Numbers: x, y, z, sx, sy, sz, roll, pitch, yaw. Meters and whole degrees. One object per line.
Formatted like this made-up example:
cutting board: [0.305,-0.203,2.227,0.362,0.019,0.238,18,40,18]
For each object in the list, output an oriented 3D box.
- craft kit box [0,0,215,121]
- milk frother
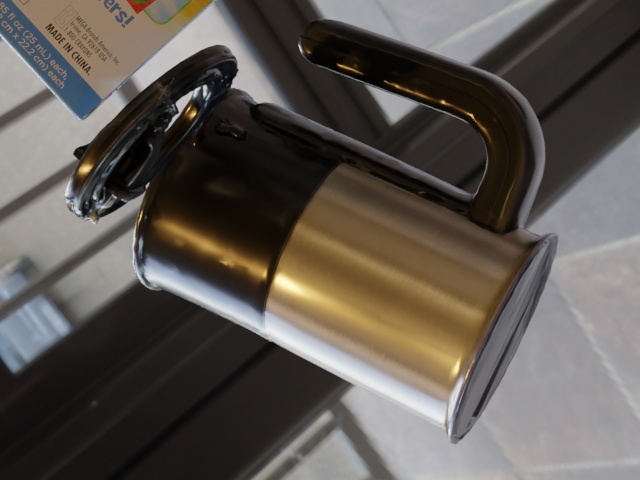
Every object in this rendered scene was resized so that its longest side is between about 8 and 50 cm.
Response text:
craft kit box: [-0.126,-0.238,0.729,0.250,0.246,0.061,49,179,-13]
milk frother: [0.000,0.000,0.455,0.135,0.143,0.129,25,121,17]
